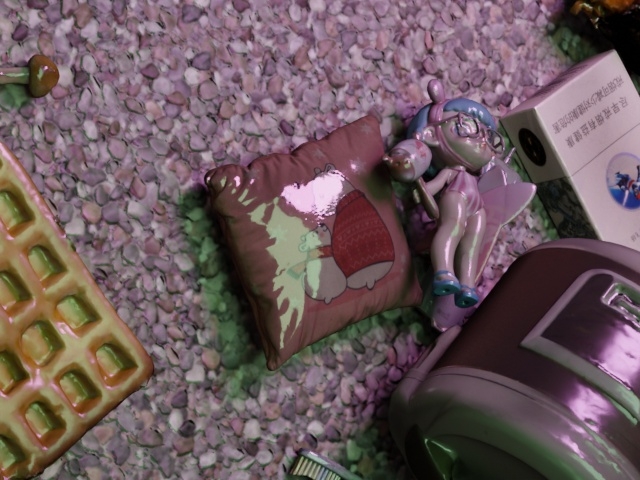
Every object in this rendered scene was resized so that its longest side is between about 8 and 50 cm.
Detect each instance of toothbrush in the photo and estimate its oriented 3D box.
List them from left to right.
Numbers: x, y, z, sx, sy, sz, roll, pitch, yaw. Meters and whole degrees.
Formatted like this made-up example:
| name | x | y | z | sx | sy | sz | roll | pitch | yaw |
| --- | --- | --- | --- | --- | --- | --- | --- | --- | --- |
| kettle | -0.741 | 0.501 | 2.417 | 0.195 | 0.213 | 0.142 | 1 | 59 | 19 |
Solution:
| name | x | y | z | sx | sy | sz | roll | pitch | yaw |
| --- | --- | --- | --- | --- | --- | --- | --- | --- | --- |
| toothbrush | 0.114 | 0.329 | 1.813 | 0.375 | 0.028 | 0.037 | 35 | 72 | -24 |

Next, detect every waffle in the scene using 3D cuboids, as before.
| name | x | y | z | sx | sy | sz | roll | pitch | yaw |
| --- | --- | --- | --- | --- | --- | --- | --- | --- | --- |
| waffle | -0.320 | 0.056 | 1.520 | 0.224 | 0.098 | 0.328 | -41 | 108 | -30 |

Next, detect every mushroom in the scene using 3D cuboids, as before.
| name | x | y | z | sx | sy | sz | roll | pitch | yaw |
| --- | --- | --- | --- | --- | --- | --- | --- | --- | --- |
| mushroom | -0.386 | -0.122 | 1.549 | 0.306 | 0.043 | 0.068 | -26 | 73 | -31 |

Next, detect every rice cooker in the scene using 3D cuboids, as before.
| name | x | y | z | sx | sy | sz | roll | pitch | yaw |
| --- | --- | --- | --- | --- | --- | --- | --- | --- | --- |
| rice cooker | 0.264 | 0.194 | 1.759 | 0.335 | 0.335 | 0.325 | 50 | 62 | -17 |

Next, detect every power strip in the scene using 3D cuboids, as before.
| name | x | y | z | sx | sy | sz | roll | pitch | yaw |
| --- | --- | --- | --- | --- | --- | --- | --- | --- | --- |
| power strip | 0.176 | -0.004 | 1.897 | 0.060 | 0.027 | 0.253 | 35 | 66 | -23 |

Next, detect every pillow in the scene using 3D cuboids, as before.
| name | x | y | z | sx | sy | sz | roll | pitch | yaw |
| --- | --- | --- | --- | --- | --- | --- | --- | --- | --- |
| pillow | 0.000 | 0.000 | 1.749 | 0.236 | 0.084 | 0.223 | -23 | 97 | -32 |

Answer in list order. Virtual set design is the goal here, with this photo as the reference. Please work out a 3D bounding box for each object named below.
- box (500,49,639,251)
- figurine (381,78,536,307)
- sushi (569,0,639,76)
| name | x | y | z | sx | sy | sz | roll | pitch | yaw |
| --- | --- | --- | --- | --- | --- | --- | --- | --- | --- |
| box | 0.347 | -0.081 | 1.993 | 0.164 | 0.069 | 0.256 | -35 | 102 | -31 |
| figurine | 0.129 | -0.054 | 1.803 | 0.205 | 0.103 | 0.260 | 21 | 57 | -30 |
| sushi | 0.469 | -0.366 | 2.020 | 0.207 | 0.234 | 0.348 | 41 | 59 | -22 |
